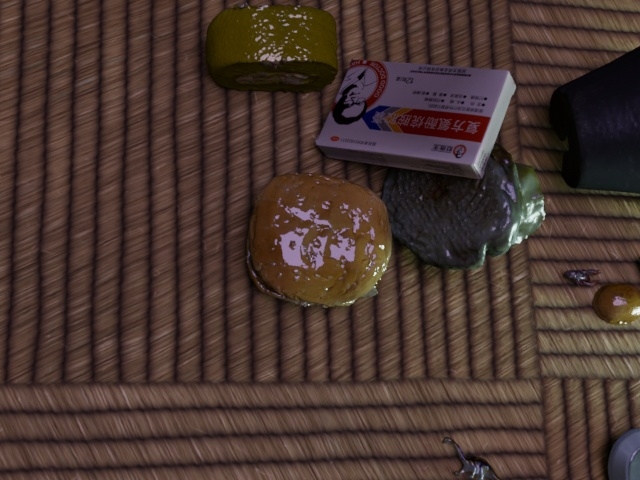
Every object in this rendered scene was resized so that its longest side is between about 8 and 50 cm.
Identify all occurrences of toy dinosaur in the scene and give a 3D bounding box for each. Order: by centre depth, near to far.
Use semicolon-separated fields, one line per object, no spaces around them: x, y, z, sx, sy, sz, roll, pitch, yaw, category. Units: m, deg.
0.311;0.456;1.810;0.180;0.037;0.058;34;76;-4;toy dinosaur

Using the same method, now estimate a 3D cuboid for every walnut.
0.646;0.133;1.965;0.121;0.052;0.091;-3;81;-13;walnut

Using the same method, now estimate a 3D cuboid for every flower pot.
0.634;-0.241;1.933;0.251;0.379;0.380;-8;79;2;flower pot

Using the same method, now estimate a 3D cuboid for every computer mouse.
0.653;0.493;1.874;0.127;0.079;0.231;-12;97;-17;computer mouse

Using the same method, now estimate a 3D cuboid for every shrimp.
0.564;0.081;1.968;0.092;0.029;0.038;-2;77;-19;shrimp

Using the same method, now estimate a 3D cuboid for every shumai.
0.315;-0.070;1.881;0.263;0.304;0.309;15;63;-46;shumai

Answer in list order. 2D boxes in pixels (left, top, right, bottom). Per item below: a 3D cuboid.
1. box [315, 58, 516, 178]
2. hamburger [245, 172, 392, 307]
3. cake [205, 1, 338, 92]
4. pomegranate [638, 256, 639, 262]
0.183;-0.246;1.815;0.353;0.069;0.214;10;69;34;box
-0.001;-0.001;1.783;0.283;0.144;0.260;3;74;-20;hamburger
-0.095;-0.383;1.826;0.260;0.179;0.156;-2;77;-16;cake
0.763;0.095;1.982;0.138;0.163;0.125;-45;130;-5;pomegranate
